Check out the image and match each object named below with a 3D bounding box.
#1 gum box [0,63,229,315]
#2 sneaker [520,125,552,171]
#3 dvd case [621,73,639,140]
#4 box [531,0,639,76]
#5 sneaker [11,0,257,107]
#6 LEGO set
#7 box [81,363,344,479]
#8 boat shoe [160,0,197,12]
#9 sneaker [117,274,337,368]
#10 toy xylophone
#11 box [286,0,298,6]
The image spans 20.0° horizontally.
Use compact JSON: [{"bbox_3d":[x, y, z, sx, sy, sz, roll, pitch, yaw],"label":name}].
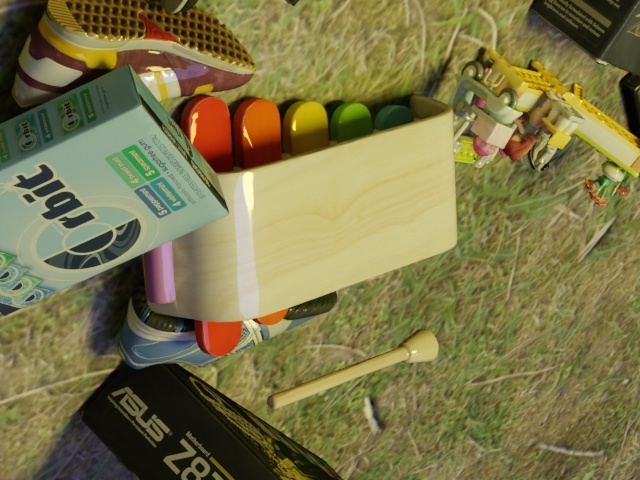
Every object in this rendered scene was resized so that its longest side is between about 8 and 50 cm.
[{"bbox_3d":[-0.177,-0.031,1.248,0.184,0.041,0.157,-25,148,8],"label":"gum box"},{"bbox_3d":[0.212,-0.102,1.672,0.032,0.037,0.083,-10,131,-40],"label":"sneaker"},{"bbox_3d":[0.409,-0.183,1.820,0.253,0.022,0.180,-41,147,-8],"label":"dvd case"},{"bbox_3d":[0.293,-0.227,1.578,0.156,0.093,0.158,11,117,-51],"label":"box"},{"bbox_3d":[-0.130,-0.119,1.253,0.185,0.069,0.084,6,129,-44],"label":"sneaker"},{"bbox_3d":[0.205,-0.075,1.608,0.287,0.132,0.107,21,116,-37],"label":"LEGO set"},{"bbox_3d":[0.000,0.272,1.575,0.097,0.318,0.395,-46,146,0],"label":"box"},{"bbox_3d":[-0.072,-0.212,1.225,0.042,0.049,0.133,4,118,-41],"label":"boat shoe"},{"bbox_3d":[-0.079,0.055,1.491,0.211,0.080,0.081,-7,145,-39],"label":"sneaker"},{"bbox_3d":[0.000,0.000,1.436,0.322,0.081,0.236,-8,106,-43],"label":"toy xylophone"},{"bbox_3d":[-0.021,-0.264,1.099,0.184,0.190,0.045,-51,146,5],"label":"box"}]
